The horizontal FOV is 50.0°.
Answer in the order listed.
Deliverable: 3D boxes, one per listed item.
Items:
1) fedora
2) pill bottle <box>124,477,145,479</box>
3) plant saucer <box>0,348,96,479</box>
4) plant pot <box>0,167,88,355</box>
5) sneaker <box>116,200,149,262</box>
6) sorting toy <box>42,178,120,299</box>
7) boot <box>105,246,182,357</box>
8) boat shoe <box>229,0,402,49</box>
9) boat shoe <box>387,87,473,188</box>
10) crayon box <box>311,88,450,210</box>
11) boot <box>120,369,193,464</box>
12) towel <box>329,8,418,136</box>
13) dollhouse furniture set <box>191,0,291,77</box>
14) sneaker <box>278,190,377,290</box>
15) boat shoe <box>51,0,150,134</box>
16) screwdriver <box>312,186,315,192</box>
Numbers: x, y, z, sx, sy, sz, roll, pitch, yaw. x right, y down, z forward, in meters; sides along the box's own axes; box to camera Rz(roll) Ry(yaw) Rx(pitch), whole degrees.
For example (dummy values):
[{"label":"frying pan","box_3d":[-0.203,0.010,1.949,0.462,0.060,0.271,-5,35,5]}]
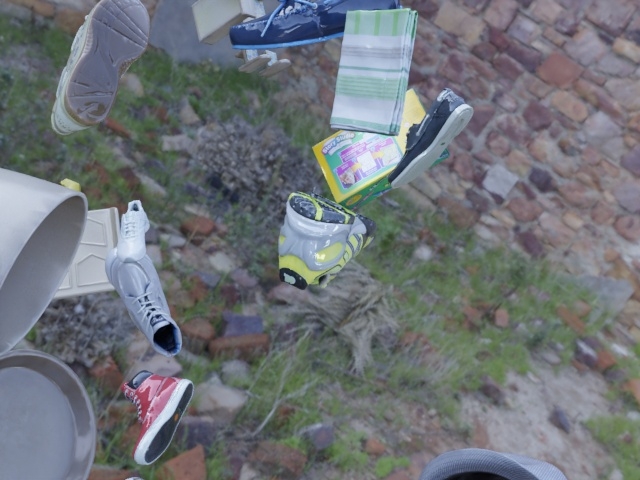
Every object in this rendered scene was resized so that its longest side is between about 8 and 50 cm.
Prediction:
[{"label":"fedora","box_3d":[0.265,0.389,0.978,0.124,0.275,0.244,-23,71,-48]},{"label":"pill bottle","box_3d":[-0.378,0.615,1.521,0.117,0.117,0.214,17,-7,-42]},{"label":"plant saucer","box_3d":[-0.477,0.315,1.099,0.278,0.041,0.278,37,45,-49]},{"label":"plant pot","box_3d":[-0.515,-0.012,0.957,0.273,0.257,0.256,26,19,-4]},{"label":"sneaker","box_3d":[-0.347,-0.016,1.255,0.053,0.061,0.152,-6,37,-5]},{"label":"sorting toy","box_3d":[-0.585,-0.008,1.615,0.228,0.041,0.308,-10,67,-8]},{"label":"boot","box_3d":[-0.342,0.127,1.382,0.123,0.095,0.258,44,-21,39]},{"label":"boat shoe","box_3d":[-0.013,-0.343,1.018,0.258,0.089,0.109,-15,22,-8]},{"label":"boat shoe","box_3d":[0.213,-0.205,1.415,0.079,0.233,0.084,50,29,21]},{"label":"crayon box","box_3d":[0.136,-0.205,1.592,0.081,0.278,0.166,35,29,-62]},{"label":"boot","box_3d":[-0.450,0.440,1.730,0.176,0.089,0.244,11,44,14]},{"label":"towel","box_3d":[0.061,-0.211,0.858,0.113,0.152,0.023,15,12,40]},{"label":"dollhouse furniture set","box_3d":[-0.169,-0.552,1.711,0.242,0.160,0.212,-4,78,-51]},{"label":"sneaker","box_3d":[0.000,0.000,1.241,0.145,0.147,0.384,24,7,16]},{"label":"boat shoe","box_3d":[-0.365,-0.296,1.121,0.104,0.089,0.285,40,49,-33]},{"label":"screwdriver","box_3d":[-0.032,-0.081,1.794,0.025,0.170,0.024,-33,66,-28]}]
